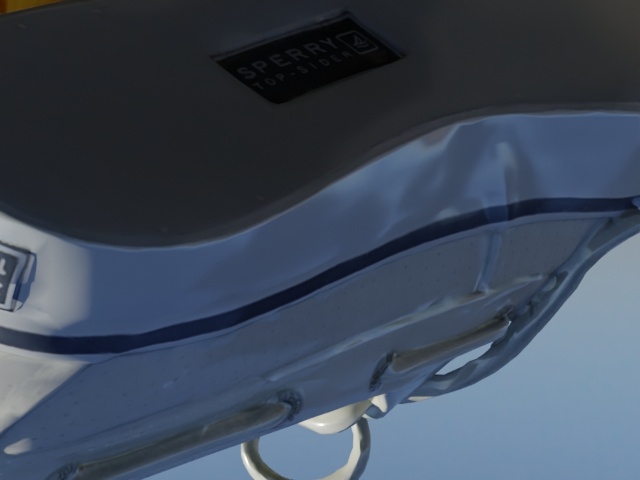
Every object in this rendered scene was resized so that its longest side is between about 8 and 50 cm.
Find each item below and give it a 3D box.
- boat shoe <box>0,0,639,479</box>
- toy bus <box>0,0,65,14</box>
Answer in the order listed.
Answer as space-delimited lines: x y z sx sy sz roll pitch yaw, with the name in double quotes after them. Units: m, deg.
0.005 0.005 0.561 0.136 0.156 0.367 37 -146 22 "boat shoe"
-0.267 -0.163 1.314 0.149 0.220 0.211 -28 147 37 "toy bus"
